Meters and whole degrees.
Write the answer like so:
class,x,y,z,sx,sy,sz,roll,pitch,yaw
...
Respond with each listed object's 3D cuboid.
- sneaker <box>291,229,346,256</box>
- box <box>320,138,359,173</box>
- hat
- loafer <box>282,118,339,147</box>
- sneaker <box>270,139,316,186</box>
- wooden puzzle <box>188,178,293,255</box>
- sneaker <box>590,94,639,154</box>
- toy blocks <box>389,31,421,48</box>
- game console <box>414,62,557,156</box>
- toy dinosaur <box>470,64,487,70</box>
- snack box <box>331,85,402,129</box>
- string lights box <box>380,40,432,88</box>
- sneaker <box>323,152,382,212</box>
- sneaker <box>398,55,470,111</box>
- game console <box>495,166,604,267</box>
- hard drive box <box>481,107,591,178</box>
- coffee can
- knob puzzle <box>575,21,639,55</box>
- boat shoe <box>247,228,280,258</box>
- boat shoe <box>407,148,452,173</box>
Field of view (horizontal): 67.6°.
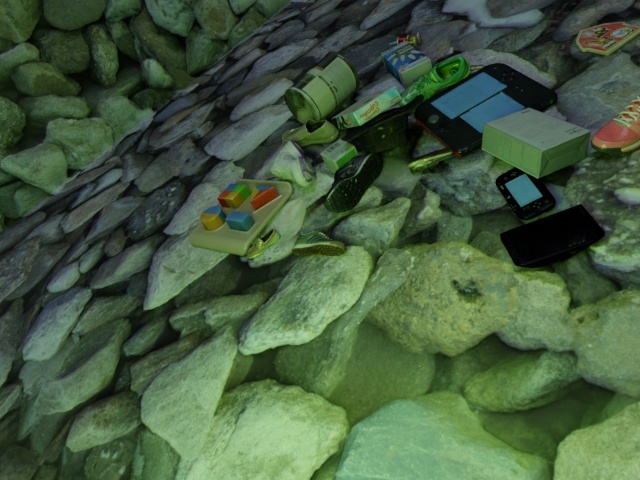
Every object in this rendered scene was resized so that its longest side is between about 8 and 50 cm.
class,x,y,z,sx,sy,sz,roll,pitch,yaw
sneaker,0.000,0.000,1.519,0.191,0.064,0.086,-4,52,32
box,0.076,-0.303,1.766,0.101,0.087,0.102,-38,42,-9
hat,0.243,-0.383,1.689,0.331,0.134,0.331,-27,14,7
loafer,-0.052,-0.455,1.994,0.268,0.092,0.102,-3,47,29
sneaker,-0.110,-0.270,1.850,0.152,0.114,0.305,-39,34,10
wooden puzzle,-0.314,-0.115,1.815,0.321,0.081,0.348,9,54,37
sneaker,0.875,-0.355,1.300,0.313,0.136,0.116,-30,39,1
toy blocks,0.383,-0.911,2.216,0.147,0.054,0.123,-2,36,29
game console,0.555,-0.469,1.669,0.386,0.060,0.342,-31,40,1
toy dinosaur,0.546,-0.656,1.867,0.268,0.064,0.118,18,53,38
snack box,0.168,-0.505,1.842,0.187,0.060,0.322,-34,16,-5
string lights box,0.371,-0.762,2.064,0.133,0.077,0.260,-26,40,3
sneaker,0.089,-0.194,1.653,0.124,0.107,0.283,10,46,46
sneaker,0.417,-0.599,1.797,0.295,0.123,0.110,-33,73,18
game console,0.564,-0.078,1.277,0.213,0.044,0.362,-22,40,10
hard drive box,0.620,-0.291,1.391,0.180,0.089,0.232,-21,39,-15
coffee can,0.007,-0.655,2.077,0.201,0.202,0.275,24,64,44
knob puzzle,0.999,-0.728,1.688,0.212,0.030,0.213,-17,42,16
boat shoe,-0.204,0.007,1.650,0.135,0.045,0.050,-40,41,-11
boat shoe,0.365,-0.262,1.581,0.152,0.049,0.056,-14,24,25
